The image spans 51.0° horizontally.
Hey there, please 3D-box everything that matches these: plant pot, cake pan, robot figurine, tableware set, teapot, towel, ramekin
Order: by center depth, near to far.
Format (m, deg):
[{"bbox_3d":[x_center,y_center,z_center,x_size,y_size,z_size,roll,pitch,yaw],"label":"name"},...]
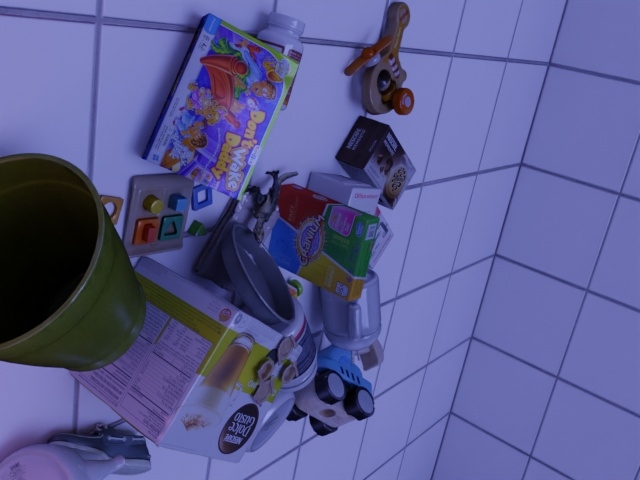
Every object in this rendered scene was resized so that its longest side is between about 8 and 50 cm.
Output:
[{"bbox_3d":[-0.505,0.086,1.260,0.367,0.366,0.353,-55,158,-17],"label":"plant pot"},{"bbox_3d":[-0.612,0.581,1.506,0.187,0.255,0.253,69,35,-72],"label":"teapot"},{"bbox_3d":[-0.105,0.312,1.604,0.168,0.020,0.141,-39,141,-38],"label":"tableware set"},{"bbox_3d":[-0.162,0.094,1.723,0.054,0.293,0.293,-30,147,10],"label":"cake pan"},{"bbox_3d":[-0.222,-0.003,1.836,0.282,0.049,0.187,-61,146,-7],"label":"towel"},{"bbox_3d":[-0.193,0.530,2.076,0.273,0.127,0.273,-47,160,-23],"label":"ramekin"},{"bbox_3d":[0.103,0.223,2.273,0.300,0.199,0.354,-88,173,-71],"label":"robot figurine"}]

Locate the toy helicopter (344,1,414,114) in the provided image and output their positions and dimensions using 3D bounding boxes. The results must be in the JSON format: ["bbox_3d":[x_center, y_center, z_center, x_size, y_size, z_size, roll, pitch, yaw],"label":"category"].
[{"bbox_3d":[0.195,-0.564,2.043,0.234,0.140,0.355,19,83,-48],"label":"toy helicopter"}]

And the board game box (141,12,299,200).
[{"bbox_3d":[-0.224,-0.296,1.520,0.233,0.078,0.347,23,91,-25],"label":"board game box"}]

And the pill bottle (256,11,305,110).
[{"bbox_3d":[-0.112,-0.440,1.650,0.121,0.121,0.216,4,107,-56],"label":"pill bottle"}]

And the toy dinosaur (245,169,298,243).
[{"bbox_3d":[-0.138,-0.122,1.800,0.268,0.064,0.118,-63,152,-30],"label":"toy dinosaur"}]

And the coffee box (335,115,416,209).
[{"bbox_3d":[0.187,-0.250,2.198,0.168,0.118,0.297,-59,147,-9],"label":"coffee box"}]

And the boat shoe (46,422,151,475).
[{"bbox_3d":[-0.552,0.515,1.679,0.319,0.116,0.099,38,34,-49],"label":"boat shoe"}]

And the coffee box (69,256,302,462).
[{"bbox_3d":[-0.314,0.294,1.624,0.335,0.338,0.337,-60,147,-9],"label":"coffee box"}]

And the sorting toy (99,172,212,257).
[{"bbox_3d":[-0.375,-0.057,1.584,0.347,0.047,0.196,-12,119,-52],"label":"sorting toy"}]

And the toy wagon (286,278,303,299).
[{"bbox_3d":[-0.156,0.285,2.094,0.267,0.068,0.345,-31,134,-41],"label":"toy wagon"}]

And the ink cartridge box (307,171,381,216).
[{"bbox_3d":[0.051,-0.076,2.069,0.171,0.168,0.233,-3,112,-55],"label":"ink cartridge box"}]

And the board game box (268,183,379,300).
[{"bbox_3d":[0.000,0.000,1.908,0.064,0.316,0.243,-11,119,-51],"label":"board game box"}]

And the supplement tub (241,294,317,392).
[{"bbox_3d":[-0.116,0.293,1.916,0.191,0.191,0.272,-47,143,-27],"label":"supplement tub"}]

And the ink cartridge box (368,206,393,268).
[{"bbox_3d":[0.155,-0.022,2.324,0.159,0.092,0.218,-57,148,-13],"label":"ink cartridge box"}]

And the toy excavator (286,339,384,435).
[{"bbox_3d":[0.078,0.463,2.404,0.432,0.222,0.445,36,37,-31],"label":"toy excavator"}]
